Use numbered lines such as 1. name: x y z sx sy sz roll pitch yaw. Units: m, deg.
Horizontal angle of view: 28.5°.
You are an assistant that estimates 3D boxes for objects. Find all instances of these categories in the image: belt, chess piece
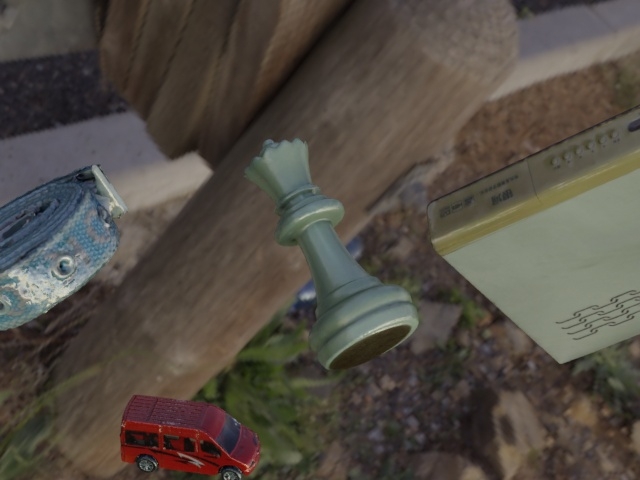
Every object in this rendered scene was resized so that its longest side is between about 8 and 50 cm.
1. belt: -0.275 0.015 1.206 0.082 0.163 0.147 58 22 -32
2. chess piece: 0.000 0.000 0.479 0.042 0.042 0.093 -7 63 -43

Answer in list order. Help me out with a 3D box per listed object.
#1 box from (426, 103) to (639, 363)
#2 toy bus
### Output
1. box: 0.233 -0.017 0.829 0.211 0.270 0.045 38 37 -41
2. toy bus: -0.182 0.277 1.781 0.195 0.089 0.081 7 34 8
